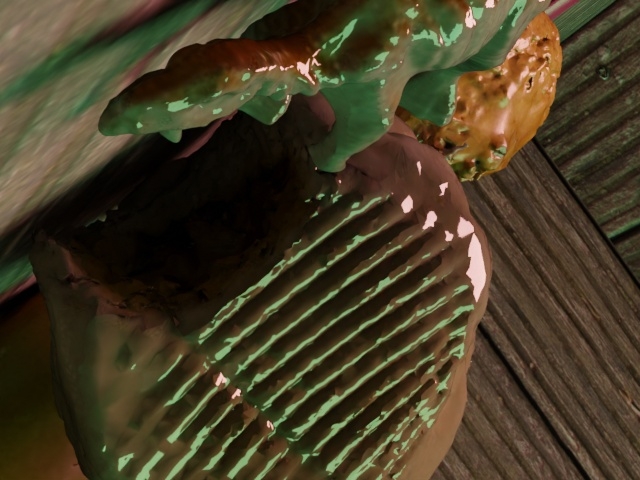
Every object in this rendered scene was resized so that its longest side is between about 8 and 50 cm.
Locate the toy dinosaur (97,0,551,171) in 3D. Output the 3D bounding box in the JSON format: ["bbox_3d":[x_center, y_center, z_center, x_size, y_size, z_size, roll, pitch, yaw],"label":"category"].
[{"bbox_3d":[0.054,-0.112,0.643,0.393,0.092,0.205,-33,173,-24],"label":"toy dinosaur"}]

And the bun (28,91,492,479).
[{"bbox_3d":[-0.034,0.040,0.852,0.281,0.282,0.205,-36,-156,-6],"label":"bun"}]

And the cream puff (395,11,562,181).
[{"bbox_3d":[0.111,-0.113,1.143,0.189,0.129,0.189,-39,179,-1],"label":"cream puff"}]

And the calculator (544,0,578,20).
[{"bbox_3d":[0.252,-0.264,1.604,0.126,0.034,0.190,-37,-176,25],"label":"calculator"}]

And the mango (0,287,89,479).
[{"bbox_3d":[-0.145,0.129,1.050,0.182,0.253,0.365,3,-168,30],"label":"mango"}]
